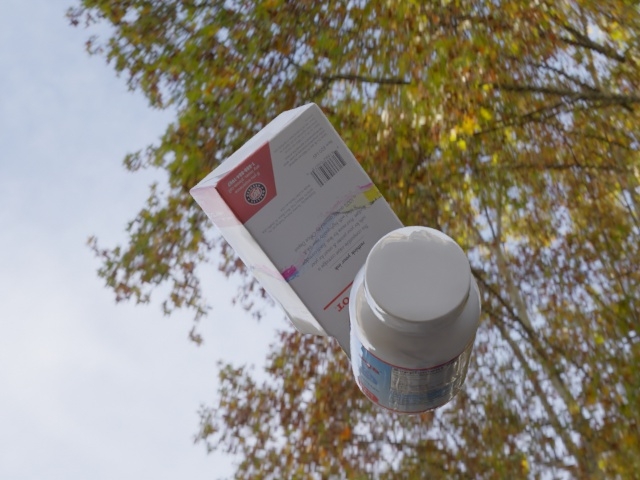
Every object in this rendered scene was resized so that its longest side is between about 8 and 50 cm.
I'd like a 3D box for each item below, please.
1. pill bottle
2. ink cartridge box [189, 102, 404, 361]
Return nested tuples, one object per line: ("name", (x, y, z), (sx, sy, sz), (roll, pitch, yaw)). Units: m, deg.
("pill bottle", (0.063, 0.055, 0.713), (0.087, 0.087, 0.160), (1, -27, 4))
("ink cartridge box", (0.000, 0.000, 0.880), (0.115, 0.067, 0.198), (-42, -75, -21))
